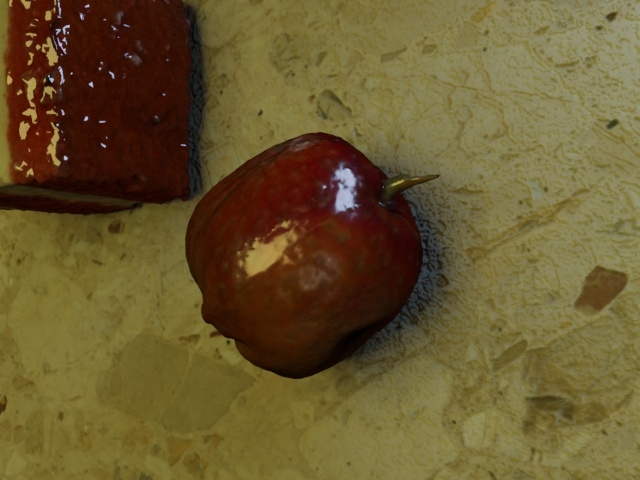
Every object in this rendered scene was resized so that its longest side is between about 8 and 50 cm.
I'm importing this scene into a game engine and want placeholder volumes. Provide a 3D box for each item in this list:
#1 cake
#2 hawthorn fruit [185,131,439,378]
[{"bbox_3d":[-0.343,-0.176,1.599,0.319,0.270,0.270,-6,83,35],"label":"cake"},{"bbox_3d":[-0.019,0.013,1.384,0.258,0.258,0.262,24,87,33],"label":"hawthorn fruit"}]
